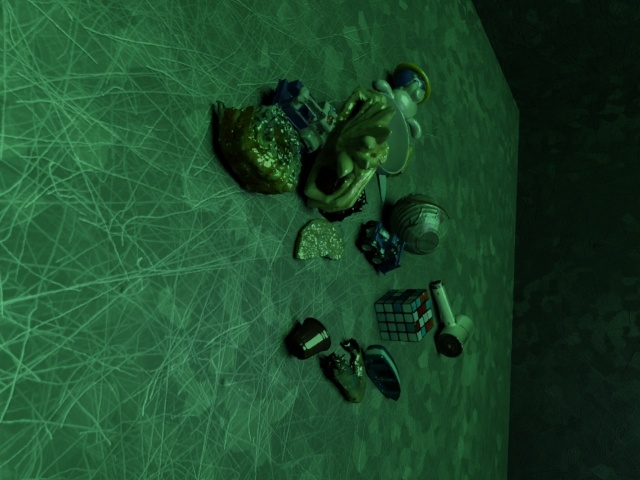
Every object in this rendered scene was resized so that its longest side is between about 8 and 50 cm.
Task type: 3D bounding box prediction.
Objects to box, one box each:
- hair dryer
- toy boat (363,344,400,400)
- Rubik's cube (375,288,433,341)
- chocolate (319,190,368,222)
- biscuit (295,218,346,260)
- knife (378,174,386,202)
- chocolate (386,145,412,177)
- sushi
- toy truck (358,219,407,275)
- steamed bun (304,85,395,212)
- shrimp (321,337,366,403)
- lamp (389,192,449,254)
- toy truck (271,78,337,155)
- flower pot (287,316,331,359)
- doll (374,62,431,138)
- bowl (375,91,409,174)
[{"bbox_3d":[0.587,0.333,2.206,0.203,0.128,0.363,-31,102,-51],"label":"hair dryer"},{"bbox_3d":[0.234,0.477,1.708,0.062,0.095,0.299,-75,148,-45],"label":"toy boat"},{"bbox_3d":[0.315,0.279,1.793,0.151,0.154,0.155,-27,106,-51],"label":"Rubik's cube"},{"bbox_3d":[0.085,-0.140,1.555,0.156,0.133,0.156,16,70,-53],"label":"chocolate"},{"bbox_3d":[0.002,-0.003,1.504,0.249,0.032,0.134,3,82,-53],"label":"biscuit"},{"bbox_3d":[0.234,-0.281,1.869,0.063,0.034,0.261,-31,116,-53],"label":"knife"},{"bbox_3d":[0.334,-0.338,1.971,0.219,0.085,0.086,-49,124,-47],"label":"chocolate"},{"bbox_3d":[-0.152,-0.244,1.233,0.274,0.139,0.184,54,44,-44],"label":"sushi"},{"bbox_3d":[0.236,0.025,1.742,0.208,0.126,0.113,50,48,-39],"label":"toy truck"},{"bbox_3d":[0.106,-0.282,1.418,0.428,0.247,0.189,-63,152,-8],"label":"steamed bun"},{"bbox_3d":[0.099,0.402,1.553,0.289,0.075,0.178,54,37,-33],"label":"shrimp"},{"bbox_3d":[0.384,-0.069,1.883,0.265,0.233,0.234,25,65,-34],"label":"lamp"},{"bbox_3d":[-0.048,-0.356,1.363,0.213,0.176,0.161,39,54,-44],"label":"toy truck"},{"bbox_3d":[-0.038,0.287,1.357,0.089,0.111,0.112,-30,110,-40],"label":"flower pot"},{"bbox_3d":[0.383,-0.587,1.989,0.311,0.159,0.243,58,41,-25],"label":"doll"},{"bbox_3d":[0.184,-0.368,1.703,0.286,0.143,0.288,9,79,-50],"label":"bowl"}]
